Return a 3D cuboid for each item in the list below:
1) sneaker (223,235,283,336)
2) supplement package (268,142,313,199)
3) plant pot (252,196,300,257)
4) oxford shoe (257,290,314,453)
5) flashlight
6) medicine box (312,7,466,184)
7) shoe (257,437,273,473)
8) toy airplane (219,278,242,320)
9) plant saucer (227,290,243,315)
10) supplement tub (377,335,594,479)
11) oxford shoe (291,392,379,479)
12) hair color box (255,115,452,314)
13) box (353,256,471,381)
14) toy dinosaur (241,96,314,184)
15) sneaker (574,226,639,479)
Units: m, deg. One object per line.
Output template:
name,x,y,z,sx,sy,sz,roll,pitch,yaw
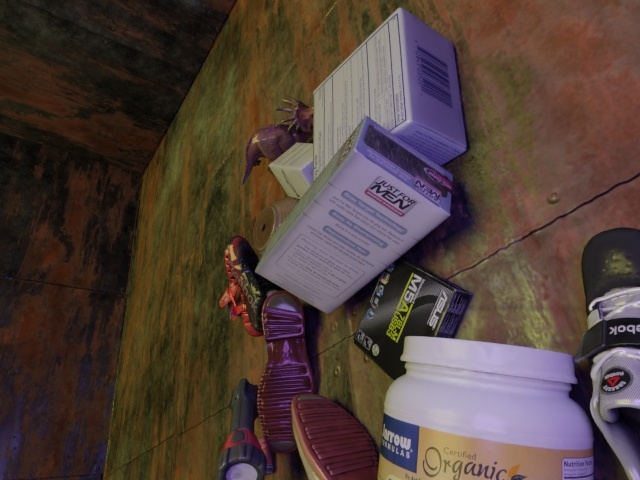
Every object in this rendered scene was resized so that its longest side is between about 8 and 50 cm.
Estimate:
sneaker,-0.163,0.113,1.175,0.135,0.098,0.275,-16,92,43
supplement package,-0.028,-0.167,1.111,0.105,0.105,0.179,-42,28,-16
plant pot,-0.103,-0.021,1.192,0.237,0.110,0.237,-28,54,48
oxford shoe,-0.077,0.296,1.042,0.130,0.123,0.347,105,167,-76
flashlight,-0.172,0.438,1.028,0.103,0.103,0.304,-53,11,3
medicine box,0.120,-0.246,0.912,0.289,0.149,0.263,-29,53,49
shoe,-0.177,0.531,1.107,0.178,0.064,0.081,-33,49,39
toy airplane,-0.264,0.175,1.371,0.151,0.028,0.151,-29,54,50
plant saucer,-0.240,0.153,1.399,0.168,0.029,0.168,-28,55,48
supplement tub,0.179,0.278,0.514,0.228,0.229,0.315,-13,66,55
oxford shoe,0.031,0.428,0.764,0.397,0.141,0.146,49,125,56
hair color box,0.046,-0.023,0.842,0.374,0.186,0.113,-47,17,44
box,0.150,0.139,0.792,0.184,0.045,0.190,36,106,60
toy dinosaur,-0.111,-0.276,1.217,0.127,0.296,0.200,55,167,23
sneaker,0.325,0.121,0.443,0.122,0.146,0.330,-38,45,45
